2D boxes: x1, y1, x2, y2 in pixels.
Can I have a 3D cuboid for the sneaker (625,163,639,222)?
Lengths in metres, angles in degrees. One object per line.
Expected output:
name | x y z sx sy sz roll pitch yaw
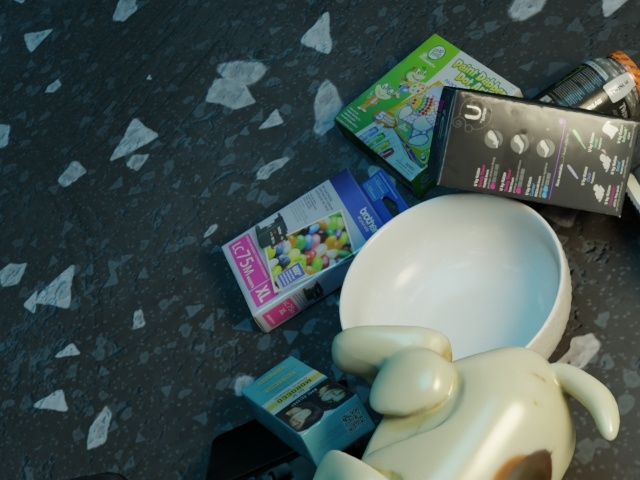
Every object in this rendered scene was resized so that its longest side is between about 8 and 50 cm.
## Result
sneaker | 0.533 -0.013 1.625 0.131 0.112 0.319 -29 46 9

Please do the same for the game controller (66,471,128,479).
game controller | -0.435 0.463 1.821 0.319 0.067 0.166 -16 62 18

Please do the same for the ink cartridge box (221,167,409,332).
ink cartridge box | 0.000 0.000 1.950 0.311 0.065 0.186 -30 46 1

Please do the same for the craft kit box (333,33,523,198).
craft kit box | 0.187 -0.221 2.032 0.246 0.061 0.250 -39 46 -8

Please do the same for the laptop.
laptop | -0.035 0.361 1.704 0.234 0.136 0.264 -26 71 9

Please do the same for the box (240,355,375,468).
box | -0.023 0.242 1.685 0.100 0.060 0.244 -34 19 -16

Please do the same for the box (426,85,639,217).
box | 0.305 -0.134 1.712 0.270 0.143 0.165 9 9 -3

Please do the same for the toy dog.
toy dog | 0.160 0.342 1.394 0.395 0.285 0.408 -5 47 25

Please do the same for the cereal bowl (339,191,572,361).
cereal bowl | 0.205 0.100 1.694 0.339 0.141 0.339 -15 49 18

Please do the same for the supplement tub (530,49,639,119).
supplement tub | 0.415 -0.210 1.850 0.190 0.117 0.117 -35 45 0
